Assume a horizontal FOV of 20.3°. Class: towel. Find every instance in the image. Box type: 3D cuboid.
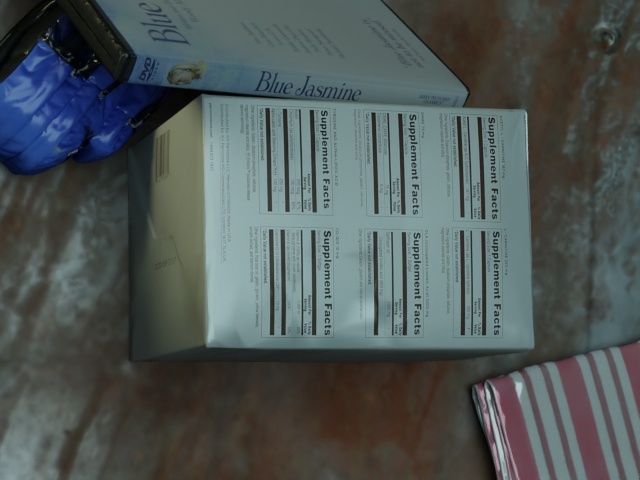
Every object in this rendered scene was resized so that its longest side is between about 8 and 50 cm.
[{"bbox_3d":[0.208,0.146,1.255,0.197,0.029,0.144,-12,88,-22],"label":"towel"}]

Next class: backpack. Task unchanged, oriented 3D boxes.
[{"bbox_3d":[-0.161,-0.093,1.116,0.101,0.098,0.120,45,71,-9],"label":"backpack"}]

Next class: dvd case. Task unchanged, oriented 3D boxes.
[{"bbox_3d":[-0.050,-0.142,1.098,0.253,0.180,0.022,2,126,-37],"label":"dvd case"}]

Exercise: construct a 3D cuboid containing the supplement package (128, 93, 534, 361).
[{"bbox_3d":[0.000,0.000,1.109,0.203,0.194,0.149,1,84,-19],"label":"supplement package"}]
